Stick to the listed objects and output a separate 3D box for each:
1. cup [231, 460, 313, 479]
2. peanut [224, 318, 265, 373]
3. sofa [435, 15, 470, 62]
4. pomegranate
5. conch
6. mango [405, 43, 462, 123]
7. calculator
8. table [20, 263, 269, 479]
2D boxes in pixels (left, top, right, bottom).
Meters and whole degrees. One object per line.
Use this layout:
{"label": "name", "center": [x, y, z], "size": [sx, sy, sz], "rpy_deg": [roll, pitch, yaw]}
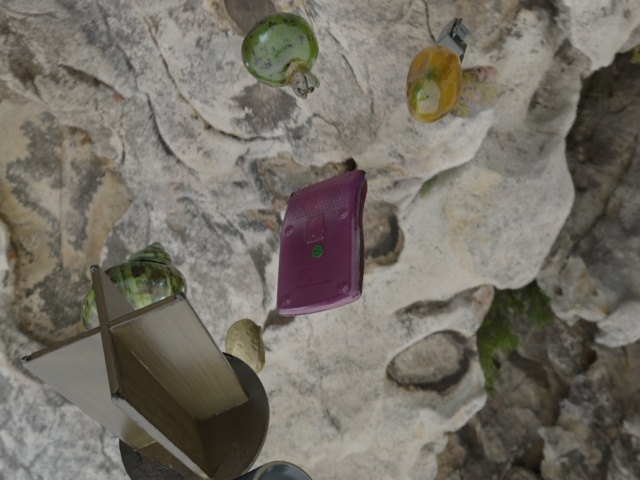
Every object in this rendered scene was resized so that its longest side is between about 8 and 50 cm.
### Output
{"label": "cup", "center": [-0.038, 0.206, 0.384], "size": [0.077, 0.100, 0.078], "rpy_deg": [-41, 162, 30]}
{"label": "peanut", "center": [-0.205, 0.294, 1.556], "size": [0.109, 0.159, 0.140], "rpy_deg": [-7, 157, 1]}
{"label": "sofa", "center": [0.350, -0.511, 1.471], "size": [0.085, 0.147, 0.060], "rpy_deg": [43, 130, -14]}
{"label": "pomegranate", "center": [-0.090, -0.469, 1.484], "size": [0.202, 0.248, 0.202], "rpy_deg": [-26, 161, -10]}
{"label": "conch", "center": [-0.346, 0.086, 1.073], "size": [0.187, 0.181, 0.124], "rpy_deg": [2, 117, 8]}
{"label": "mango", "center": [0.178, -0.242, 0.913], "size": [0.089, 0.165, 0.115], "rpy_deg": [7, 140, 12]}
{"label": "calculator", "center": [0.000, 0.000, 0.729], "size": [0.126, 0.191, 0.034], "rpy_deg": [-16, 144, 30]}
{"label": "table", "center": [-0.153, 0.133, 0.538], "size": [0.167, 0.167, 0.227], "rpy_deg": [-15, 142, 0]}
